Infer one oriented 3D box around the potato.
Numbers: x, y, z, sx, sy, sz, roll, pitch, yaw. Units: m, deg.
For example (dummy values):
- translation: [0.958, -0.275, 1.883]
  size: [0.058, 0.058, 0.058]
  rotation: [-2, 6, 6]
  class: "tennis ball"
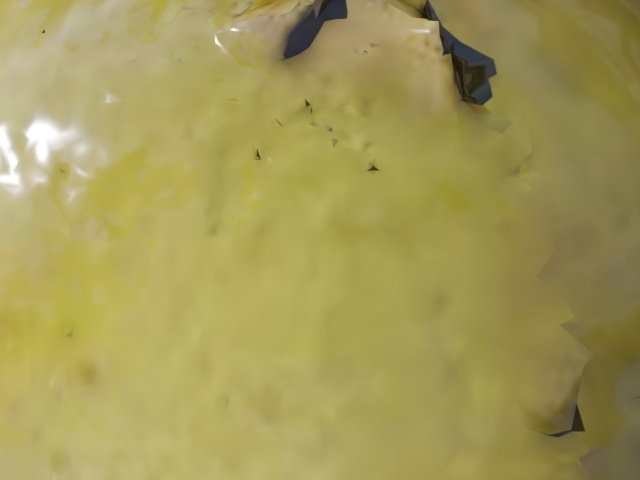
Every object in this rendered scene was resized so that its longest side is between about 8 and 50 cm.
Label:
- translation: [0.000, 0.000, 0.511]
  size: [0.442, 0.385, 0.319]
  rotation: [23, 132, 47]
  class: "potato"
